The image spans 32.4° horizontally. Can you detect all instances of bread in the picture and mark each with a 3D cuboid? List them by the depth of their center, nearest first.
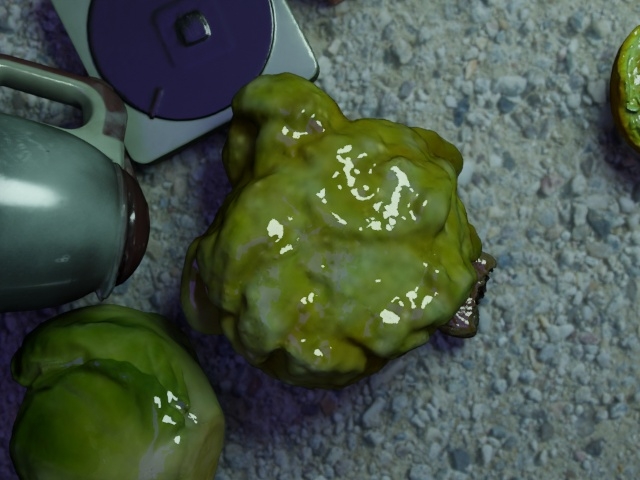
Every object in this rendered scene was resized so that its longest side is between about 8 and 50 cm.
[{"bbox_3d":[0.166,0.061,1.360,0.082,0.060,0.113,19,90,2],"label":"bread"}]

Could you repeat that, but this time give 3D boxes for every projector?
[{"bbox_3d":[-0.167,-0.259,1.362,0.259,0.079,0.257,-27,89,3],"label":"projector"}]

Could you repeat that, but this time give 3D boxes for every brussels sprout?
[{"bbox_3d":[-0.246,0.217,1.314,0.294,0.227,0.259,21,100,27],"label":"brussels sprout"}]

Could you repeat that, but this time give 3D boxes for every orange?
[{"bbox_3d":[0.455,-0.179,1.287,0.237,0.158,0.179,-13,84,7],"label":"orange"}]

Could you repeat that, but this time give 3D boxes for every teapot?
[{"bbox_3d":[-0.347,-0.066,1.233,0.312,0.233,0.315,6,66,-22],"label":"teapot"}]

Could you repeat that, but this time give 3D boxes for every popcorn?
[{"bbox_3d":[0.010,-0.001,1.251,0.294,0.292,0.334,-6,61,38],"label":"popcorn"}]

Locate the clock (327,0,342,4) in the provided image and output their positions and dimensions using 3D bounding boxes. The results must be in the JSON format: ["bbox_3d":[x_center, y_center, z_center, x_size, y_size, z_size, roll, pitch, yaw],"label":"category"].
[{"bbox_3d":[0.022,-0.415,1.270,0.142,0.241,0.227,-28,89,1],"label":"clock"}]
